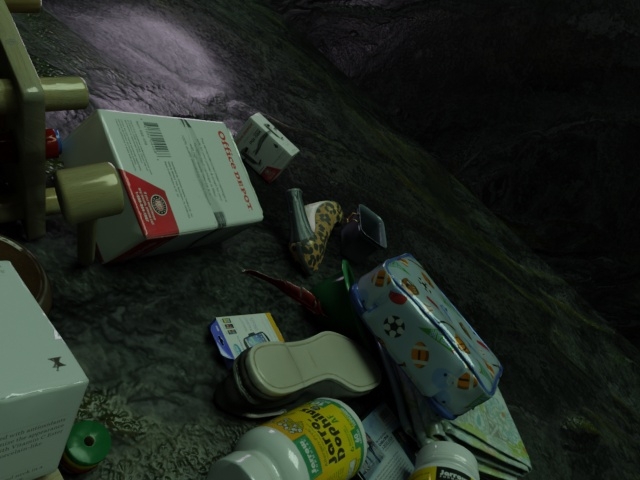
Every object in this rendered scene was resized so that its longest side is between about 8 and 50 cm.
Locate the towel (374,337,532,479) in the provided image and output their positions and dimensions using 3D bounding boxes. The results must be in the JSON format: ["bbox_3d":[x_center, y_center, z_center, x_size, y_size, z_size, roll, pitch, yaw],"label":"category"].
[{"bbox_3d":[0.261,0.297,1.089,0.320,0.090,0.374,34,27,-28],"label":"towel"}]

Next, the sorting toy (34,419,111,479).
[{"bbox_3d":[-0.278,0.262,0.428,0.132,0.046,0.274,52,27,14],"label":"sorting toy"}]

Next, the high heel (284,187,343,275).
[{"bbox_3d":[0.000,0.000,1.187,0.261,0.093,0.186,18,58,-62],"label":"high heel"}]

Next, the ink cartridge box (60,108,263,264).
[{"bbox_3d":[-0.241,-0.089,0.845,0.273,0.114,0.197,-14,80,-59],"label":"ink cartridge box"}]

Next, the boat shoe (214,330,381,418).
[{"bbox_3d":[-0.025,0.213,0.826,0.335,0.095,0.112,16,42,-53],"label":"boat shoe"}]

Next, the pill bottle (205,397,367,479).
[{"bbox_3d":[-0.039,0.281,0.659,0.208,0.117,0.117,-2,52,-55],"label":"pill bottle"}]

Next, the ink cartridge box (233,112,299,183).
[{"bbox_3d":[-0.135,-0.220,1.247,0.135,0.099,0.056,42,28,-4],"label":"ink cartridge box"}]

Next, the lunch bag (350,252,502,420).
[{"bbox_3d":[0.198,0.167,0.943,0.303,0.115,0.243,54,19,12],"label":"lunch bag"}]

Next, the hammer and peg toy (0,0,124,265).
[{"bbox_3d":[-0.370,-0.123,0.639,0.127,0.266,0.361,-15,63,-36],"label":"hammer and peg toy"}]

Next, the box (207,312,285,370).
[{"bbox_3d":[-0.117,0.158,0.825,0.136,0.028,0.081,3,49,-50],"label":"box"}]

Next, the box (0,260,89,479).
[{"bbox_3d":[-0.327,0.116,0.428,0.182,0.119,0.181,39,23,30],"label":"box"}]

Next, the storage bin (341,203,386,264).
[{"bbox_3d":[0.094,-0.012,1.287,0.098,0.091,0.135,34,28,-20],"label":"storage bin"}]

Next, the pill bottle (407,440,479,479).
[{"bbox_3d":[0.175,0.399,0.747,0.119,0.119,0.208,42,27,-5],"label":"pill bottle"}]

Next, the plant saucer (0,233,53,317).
[{"bbox_3d":[-0.390,0.044,0.599,0.168,0.029,0.168,33,29,-21],"label":"plant saucer"}]

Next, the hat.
[{"bbox_3d":[-0.015,0.136,1.005,0.173,0.183,0.208,35,38,-79],"label":"hat"}]

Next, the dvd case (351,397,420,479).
[{"bbox_3d":[0.135,0.397,0.848,0.253,0.022,0.180,52,29,14],"label":"dvd case"}]
